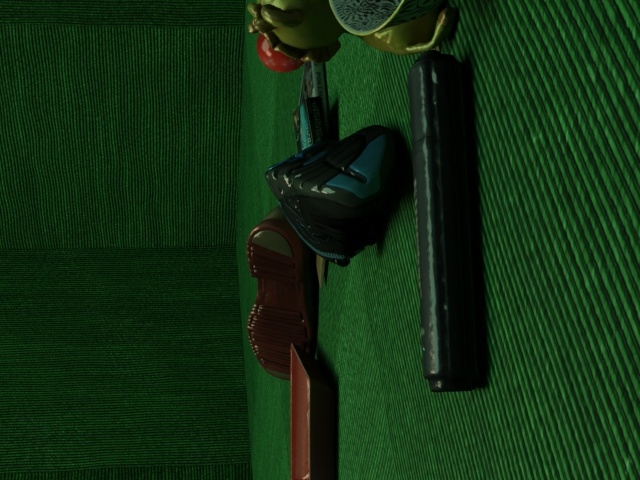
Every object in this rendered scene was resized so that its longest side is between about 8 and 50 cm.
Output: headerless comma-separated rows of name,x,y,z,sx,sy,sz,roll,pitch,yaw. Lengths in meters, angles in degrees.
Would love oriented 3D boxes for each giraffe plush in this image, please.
giraffe plush,0.019,-0.228,1.006,0.181,0.170,0.210,114,154,-72

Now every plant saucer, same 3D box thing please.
plant saucer,-0.013,0.317,1.782,0.259,0.047,0.259,-139,49,-79

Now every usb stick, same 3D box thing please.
usb stick,0.100,-0.016,0.906,0.077,0.045,0.278,134,134,-78

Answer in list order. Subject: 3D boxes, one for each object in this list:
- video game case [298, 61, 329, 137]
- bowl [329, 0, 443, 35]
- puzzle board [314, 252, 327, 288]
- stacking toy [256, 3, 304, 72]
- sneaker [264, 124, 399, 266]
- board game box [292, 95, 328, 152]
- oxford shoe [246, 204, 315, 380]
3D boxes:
video game case,-0.012,-0.202,1.810,0.201,0.023,0.184,101,166,-61
bowl,0.074,-0.243,0.870,0.170,0.080,0.170,-6,83,63
puzzle board,0.000,0.000,1.786,0.128,0.011,0.096,-99,10,-49
stacking toy,-0.059,-0.433,1.781,0.141,0.141,0.330,-107,13,-65
sneaker,0.033,-0.046,1.268,0.140,0.125,0.341,63,173,-8
board game box,-0.008,-0.113,1.659,0.126,0.026,0.186,159,103,-78
oxford shoe,-0.050,0.091,1.923,0.130,0.123,0.348,-58,-23,-51
